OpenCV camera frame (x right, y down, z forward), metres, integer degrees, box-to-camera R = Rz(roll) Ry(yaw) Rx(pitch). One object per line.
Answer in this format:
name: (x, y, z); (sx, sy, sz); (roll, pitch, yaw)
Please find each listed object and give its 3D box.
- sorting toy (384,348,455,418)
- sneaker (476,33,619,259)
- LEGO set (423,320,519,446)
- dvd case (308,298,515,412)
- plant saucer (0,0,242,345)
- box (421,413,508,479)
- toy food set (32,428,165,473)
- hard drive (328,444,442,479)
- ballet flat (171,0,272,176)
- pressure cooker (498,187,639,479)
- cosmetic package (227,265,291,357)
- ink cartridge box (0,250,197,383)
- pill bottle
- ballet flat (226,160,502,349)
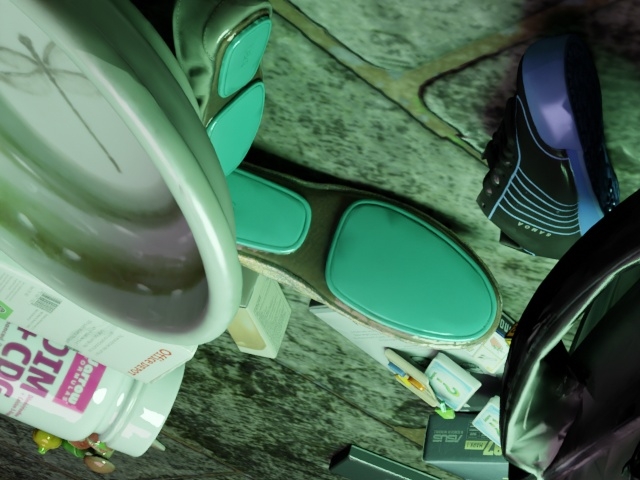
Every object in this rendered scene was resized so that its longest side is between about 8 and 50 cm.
sorting toy: (0.098, 0.145, 1.181); (0.083, 0.012, 0.062); (35, 163, 30)
sneaker: (0.143, -0.050, 0.794); (0.090, 0.081, 0.232); (0, 150, 20)
LEGO set: (0.179, 0.156, 1.076); (0.182, 0.060, 0.244); (38, 156, 8)
dvd case: (0.128, 0.108, 1.173); (0.179, 0.029, 0.239); (-8, 143, 43)
plant saucer: (-0.191, -0.097, 0.830); (0.400, 0.100, 0.400); (32, 153, 19)
box: (0.254, 0.236, 1.278); (0.233, 0.059, 0.183); (-7, 152, 40)
toy food set: (-0.367, 0.312, 1.854); (0.218, 0.071, 0.128); (7, 152, 22)
hard drive: (0.086, 0.318, 1.620); (0.135, 0.022, 0.094); (22, 154, -8)
ballet flat: (-0.076, -0.118, 0.843); (0.068, 0.072, 0.213); (44, 156, 12)
pressure cooker: (0.316, 0.094, 0.614); (0.420, 0.370, 0.375); (27, -173, -11)
cosmetic package: (-0.067, 0.065, 1.184); (0.041, 0.060, 0.115); (9, 151, 19)
ink cartridge box: (-0.236, 0.052, 1.232); (0.219, 0.092, 0.160); (27, 153, -17)
pill bottle: (-0.308, 0.130, 1.356); (0.283, 0.160, 0.160); (26, 153, -16)
ballet flat: (0.000, 0.000, 0.994); (0.316, 0.107, 0.106); (26, 174, -3)
